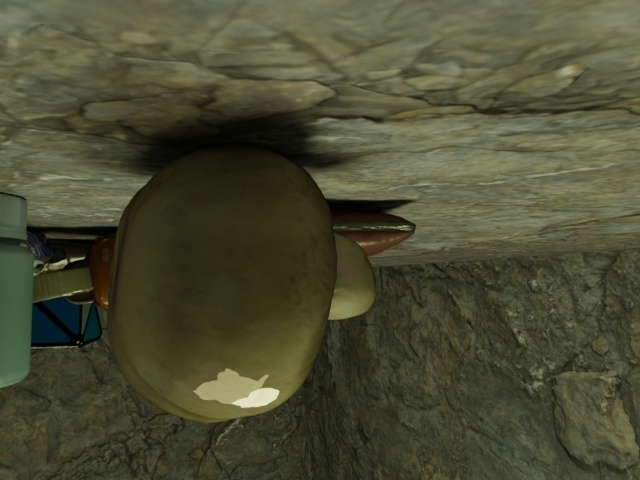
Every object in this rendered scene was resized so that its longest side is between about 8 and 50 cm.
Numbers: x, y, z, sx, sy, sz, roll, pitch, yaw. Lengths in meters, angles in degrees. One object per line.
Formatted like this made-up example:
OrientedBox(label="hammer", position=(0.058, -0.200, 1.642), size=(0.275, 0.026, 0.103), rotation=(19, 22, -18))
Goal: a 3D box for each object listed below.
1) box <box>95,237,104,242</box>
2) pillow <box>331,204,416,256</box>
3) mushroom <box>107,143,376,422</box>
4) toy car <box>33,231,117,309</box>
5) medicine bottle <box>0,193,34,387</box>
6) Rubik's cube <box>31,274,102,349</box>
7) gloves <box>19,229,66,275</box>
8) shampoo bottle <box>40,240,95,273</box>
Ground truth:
OrientedBox(label="box", position=(-0.436, 0.034, 1.199), size=(0.083, 0.079, 0.035), rotation=(1, 174, -11))
OrientedBox(label="pillow", position=(0.029, -0.009, 0.810), size=(0.179, 0.075, 0.171), rotation=(-3, 170, -12))
OrientedBox(label="mushroom", position=(-0.061, 0.040, 0.497), size=(0.234, 0.254, 0.260), rotation=(11, -148, -26))
OrientedBox(label="toy car", position=(-0.435, 0.072, 1.054), size=(0.235, 0.145, 0.235), rotation=(-11, 177, 0))
OrientedBox(label="medicine bottle", position=(-0.419, 0.060, 0.668), size=(0.139, 0.225, 0.139), rotation=(0, 175, 0))
OrientedBox(label="Rubik's cube", position=(-0.702, 0.142, 1.427), size=(0.248, 0.246, 0.250), rotation=(1, 175, -10))
OrientedBox(label="gloves", position=(-0.526, 0.024, 0.989), size=(0.119, 0.097, 0.229), rotation=(4, 169, -12))
OrientedBox(label="shampoo bottle", position=(-0.472, 0.047, 1.312), size=(0.350, 0.084, 0.126), rotation=(4, 170, -41))
